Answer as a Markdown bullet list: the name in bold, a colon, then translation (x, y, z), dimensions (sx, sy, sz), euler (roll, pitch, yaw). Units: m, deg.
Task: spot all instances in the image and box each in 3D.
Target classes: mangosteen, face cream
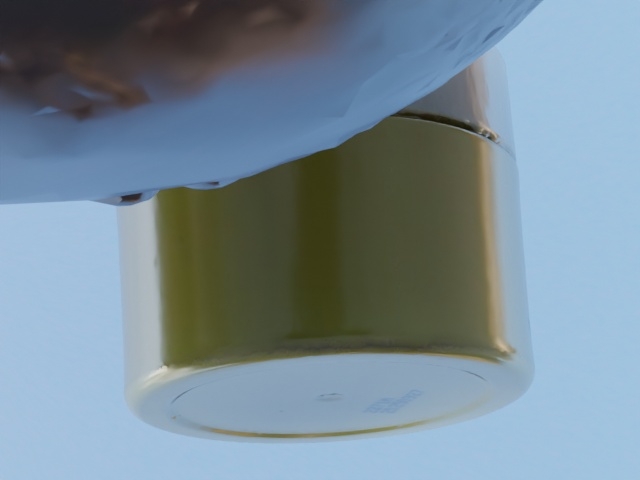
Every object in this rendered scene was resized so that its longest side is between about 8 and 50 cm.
- **mangosteen**: translation (-0.067, -0.177, 0.392), dimensions (0.306, 0.306, 0.360), euler (-17, -57, -14)
- **face cream**: translation (0.000, 0.000, 0.981), dimensions (0.218, 0.218, 0.179), euler (1, -109, -15)
